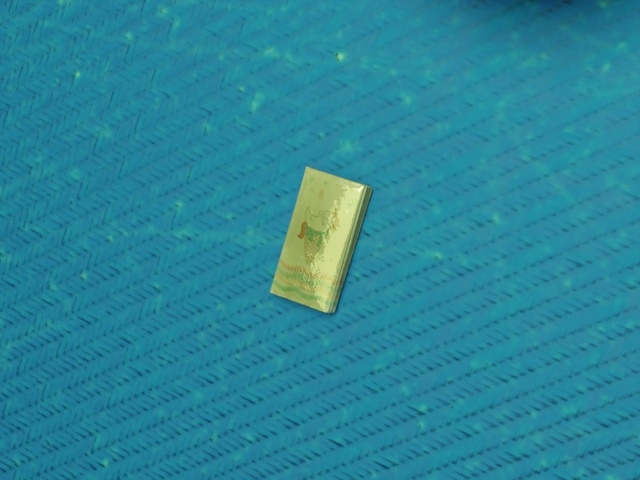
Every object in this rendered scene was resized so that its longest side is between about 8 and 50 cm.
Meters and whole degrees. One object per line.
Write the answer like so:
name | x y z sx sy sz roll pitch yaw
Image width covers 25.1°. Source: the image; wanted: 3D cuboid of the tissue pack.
tissue pack | 0.000 0.000 1.147 0.056 0.023 0.108 18 96 20
